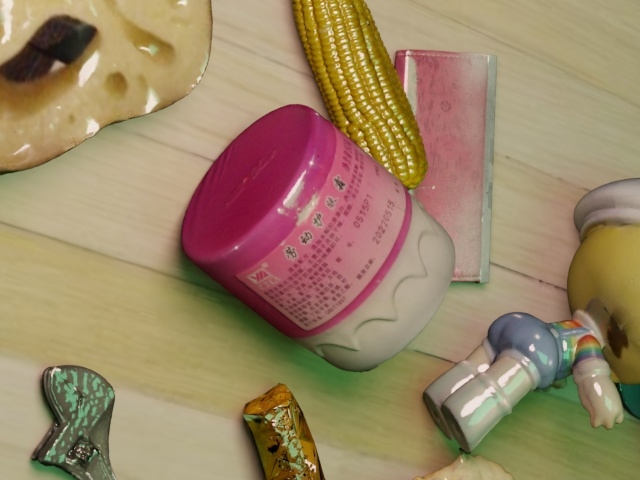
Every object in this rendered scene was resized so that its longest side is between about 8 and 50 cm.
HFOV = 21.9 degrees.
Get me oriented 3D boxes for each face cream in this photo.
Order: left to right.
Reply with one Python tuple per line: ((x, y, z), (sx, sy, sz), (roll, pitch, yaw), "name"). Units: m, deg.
((0.000, 0.000, 1.485), (0.195, 0.175, 0.175), (39, 73, -26), "face cream")

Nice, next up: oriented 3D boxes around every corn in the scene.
((0.035, -0.150, 1.557), (0.080, 0.080, 0.231), (-28, 102, -28), "corn")

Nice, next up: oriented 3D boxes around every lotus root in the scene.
((-0.246, -0.233, 1.360), (0.375, 0.111, 0.390), (34, 71, -31), "lotus root")

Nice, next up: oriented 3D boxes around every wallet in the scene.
((0.121, -0.072, 1.645), (0.119, 0.025, 0.232), (0, 93, -33), "wallet")

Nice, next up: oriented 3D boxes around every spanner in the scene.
((-0.175, 0.252, 1.478), (0.093, 0.026, 0.325), (-34, 111, -27), "spanner")

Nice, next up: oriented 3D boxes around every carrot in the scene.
((-0.017, 0.248, 1.554), (0.069, 0.069, 0.229), (-25, 104, -29), "carrot")

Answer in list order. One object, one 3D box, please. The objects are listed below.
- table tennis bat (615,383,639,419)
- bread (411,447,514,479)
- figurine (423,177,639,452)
((0.351, 0.144, 1.808), (0.155, 0.019, 0.100), (21, 82, -33), "table tennis bat")
((0.153, 0.304, 1.575), (0.183, 0.224, 0.211), (12, 78, -27), "bread")
((0.279, 0.071, 1.638), (0.382, 0.224, 0.205), (-35, 107, -26), "figurine")
